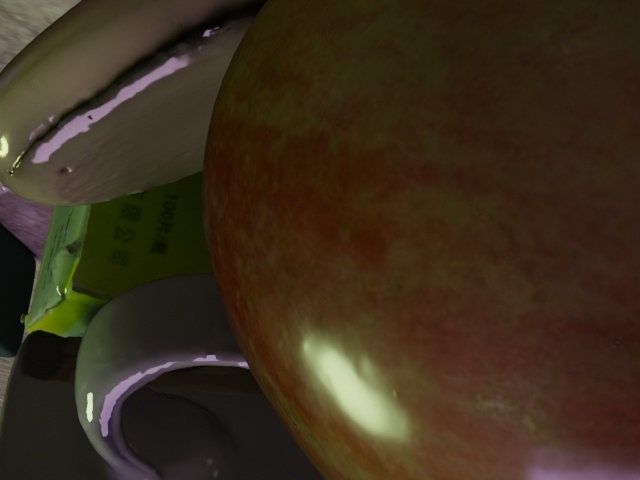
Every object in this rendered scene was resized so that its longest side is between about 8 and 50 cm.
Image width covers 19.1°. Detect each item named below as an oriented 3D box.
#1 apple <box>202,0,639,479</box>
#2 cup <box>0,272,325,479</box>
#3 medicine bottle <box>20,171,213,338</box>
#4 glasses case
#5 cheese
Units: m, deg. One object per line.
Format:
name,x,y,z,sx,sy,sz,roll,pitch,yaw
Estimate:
apple,0.090,0.002,0.596,0.234,0.257,0.257,7,166,35
cup,-0.003,0.123,0.777,0.257,0.227,0.301,-2,136,-2
medicine bottle,0.000,0.000,0.888,0.250,0.137,0.141,14,165,-15
glasses case,-0.240,0.023,1.277,0.039,0.077,0.184,7,166,11
cheese,-0.104,-0.041,0.742,0.251,0.054,0.127,-24,158,8
